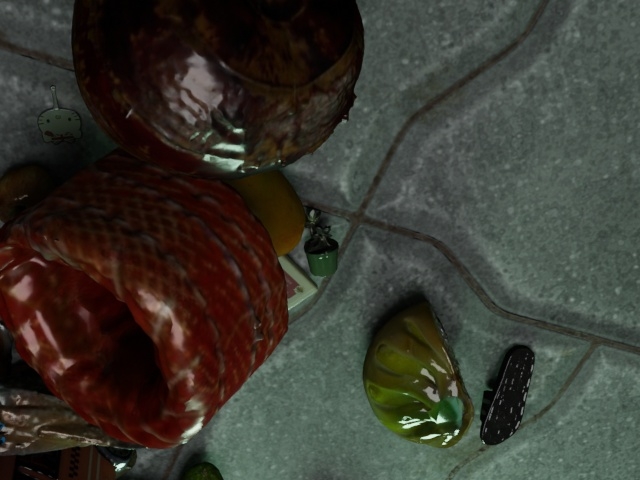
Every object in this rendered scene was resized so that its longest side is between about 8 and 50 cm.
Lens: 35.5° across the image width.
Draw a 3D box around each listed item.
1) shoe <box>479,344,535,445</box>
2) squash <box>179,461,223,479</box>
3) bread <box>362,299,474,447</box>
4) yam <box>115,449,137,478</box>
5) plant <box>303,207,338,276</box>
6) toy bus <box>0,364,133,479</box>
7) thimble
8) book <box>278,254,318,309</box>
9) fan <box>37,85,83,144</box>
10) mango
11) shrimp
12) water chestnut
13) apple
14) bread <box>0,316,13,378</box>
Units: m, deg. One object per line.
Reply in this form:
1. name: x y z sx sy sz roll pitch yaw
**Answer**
1. shoe: 0.305 0.253 1.666 0.071 0.049 0.179 9 103 -23
2. squash: -0.215 0.502 1.708 0.087 0.087 0.331 3 121 -13
3. bread: 0.146 0.230 1.553 0.156 0.158 0.260 -22 123 9
4. yam: -0.359 0.373 1.614 0.132 0.054 0.054 -35 123 15
5. plant: 0.000 0.000 1.429 0.051 0.051 0.102 -10 119 -4
6. toy bus: -0.408 0.383 1.386 0.233 0.427 0.203 34 112 -25
7. thimble: -0.218 0.067 1.228 0.350 0.230 0.350 19 130 24
8. book: -0.142 0.085 1.475 0.232 0.022 0.162 -35 125 13
9. fan: -0.335 -0.160 1.281 0.056 0.004 0.083 -5 124 -8
10. mango: -0.122 -0.064 1.316 0.138 0.113 0.253 -50 119 -10
11. shrimp: -0.334 0.237 1.345 0.446 0.221 0.109 2 109 -56
12. water chestnut: -0.124 -0.228 1.134 0.350 0.350 0.302 34 154 -29
13. apple: -0.383 -0.057 1.304 0.084 0.071 0.083 -1 122 -1
14. bread: -0.530 0.105 1.354 0.244 0.123 0.190 18 117 -22
